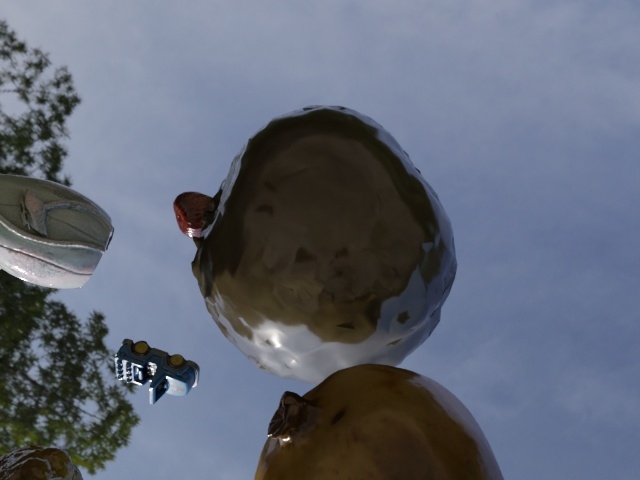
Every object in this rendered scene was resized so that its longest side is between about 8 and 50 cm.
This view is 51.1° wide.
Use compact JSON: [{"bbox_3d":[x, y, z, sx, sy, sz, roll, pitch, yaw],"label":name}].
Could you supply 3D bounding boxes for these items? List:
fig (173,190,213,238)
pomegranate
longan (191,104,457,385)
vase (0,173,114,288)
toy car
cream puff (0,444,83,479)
[{"bbox_3d":[-0.289,-0.064,1.665,0.152,0.119,0.119,-1,-120,-3],"label":"fig"},{"bbox_3d":[0.068,0.291,0.750,0.307,0.307,0.308,-4,-120,6],"label":"pomegranate"},{"bbox_3d":[-0.006,0.008,1.043,0.403,0.404,0.436,-22,-128,-5],"label":"longan"},{"bbox_3d":[-0.693,-0.055,1.453,0.250,0.445,0.250,-35,-139,38],"label":"vase"},{"bbox_3d":[-0.367,0.293,1.462,0.191,0.097,0.100,18,-132,2],"label":"toy car"},{"bbox_3d":[-0.448,0.407,0.959,0.244,0.196,0.244,-11,-141,9],"label":"cream puff"}]
